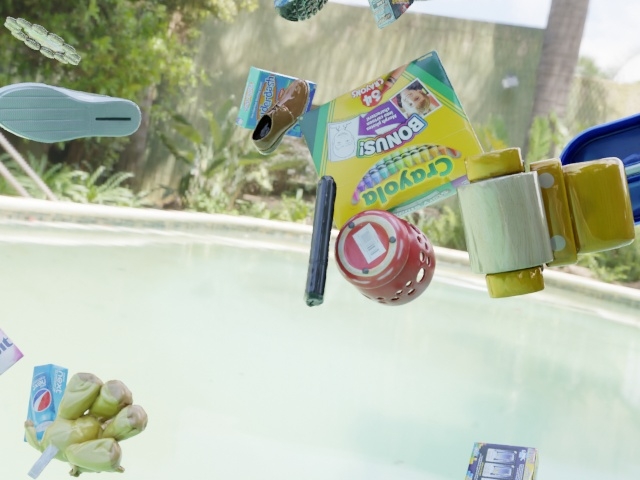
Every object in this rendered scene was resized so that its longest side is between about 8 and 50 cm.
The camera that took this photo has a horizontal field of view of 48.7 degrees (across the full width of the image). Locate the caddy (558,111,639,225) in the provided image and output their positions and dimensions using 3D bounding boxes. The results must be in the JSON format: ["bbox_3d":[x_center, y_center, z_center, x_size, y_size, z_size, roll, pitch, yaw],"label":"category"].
[{"bbox_3d":[0.709,-0.156,1.601,0.341,0.241,0.179,-17,-5,23],"label":"caddy"}]

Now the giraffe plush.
[{"bbox_3d":[-0.417,0.365,1.288,0.181,0.210,0.170,44,-21,21],"label":"giraffe plush"}]

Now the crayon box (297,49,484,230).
[{"bbox_3d":[0.166,-0.218,1.640,0.363,0.313,0.106,-24,-22,12],"label":"crayon box"}]

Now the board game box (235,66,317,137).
[{"bbox_3d":[-0.118,-0.375,1.938,0.210,0.160,0.047,1,23,-44],"label":"board game box"}]

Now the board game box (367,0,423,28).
[{"bbox_3d":[0.151,-0.515,1.373,0.194,0.194,0.060,-12,3,-30],"label":"board game box"}]

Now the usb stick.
[{"bbox_3d":[0.000,0.000,1.466,0.045,0.278,0.077,5,-21,5],"label":"usb stick"}]

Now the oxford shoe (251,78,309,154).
[{"bbox_3d":[-0.098,-0.315,1.745,0.076,0.212,0.076,29,-5,25],"label":"oxford shoe"}]

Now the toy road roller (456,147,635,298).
[{"bbox_3d":[0.352,-0.044,1.081,0.240,0.202,0.329,-11,1,19],"label":"toy road roller"}]

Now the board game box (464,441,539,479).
[{"bbox_3d":[0.384,0.507,1.504,0.141,0.048,0.170,0,25,23],"label":"board game box"}]

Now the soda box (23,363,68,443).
[{"bbox_3d":[-0.761,0.455,1.964,0.067,0.210,0.071,-13,-27,20],"label":"soda box"}]

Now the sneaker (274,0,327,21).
[{"bbox_3d":[-0.022,-0.622,1.537,0.147,0.330,0.130,26,-16,5],"label":"sneaker"}]

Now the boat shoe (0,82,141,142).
[{"bbox_3d":[-0.507,-0.250,1.399,0.302,0.109,0.094,-2,16,-46],"label":"boat shoe"}]

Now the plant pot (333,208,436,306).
[{"bbox_3d":[0.129,0.034,1.512,0.191,0.191,0.174,12,-8,32],"label":"plant pot"}]

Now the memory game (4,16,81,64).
[{"bbox_3d":[-0.656,-0.469,1.671,0.186,0.012,0.186,21,-11,4],"label":"memory game"}]

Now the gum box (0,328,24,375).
[{"bbox_3d":[-0.721,0.256,1.466,0.062,0.107,0.188,-29,13,34],"label":"gum box"}]
